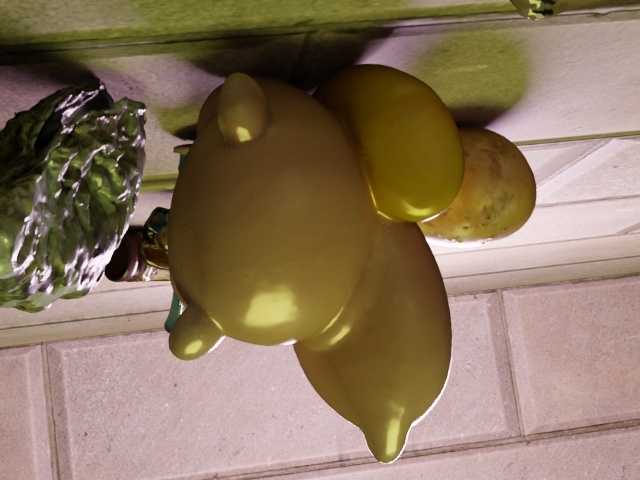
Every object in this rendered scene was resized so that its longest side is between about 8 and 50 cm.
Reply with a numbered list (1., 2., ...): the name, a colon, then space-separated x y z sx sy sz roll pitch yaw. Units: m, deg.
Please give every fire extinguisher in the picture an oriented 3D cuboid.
1. fire extinguisher: -0.215 0.019 1.553 0.106 0.075 0.252 21 -166 41

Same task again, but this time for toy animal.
1. toy animal: -0.038 0.010 0.901 0.247 0.345 0.277 -14 -155 -29

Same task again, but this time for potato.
1. potato: 0.165 -0.058 1.159 0.150 0.146 0.234 33 -167 8

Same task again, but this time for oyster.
1. oyster: -0.216 -0.021 0.813 0.267 0.112 0.198 -54 174 -49

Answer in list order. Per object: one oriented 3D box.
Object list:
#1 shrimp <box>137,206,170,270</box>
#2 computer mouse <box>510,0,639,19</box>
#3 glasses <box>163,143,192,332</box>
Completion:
1. shrimp: -0.075 -0.002 1.443 0.221 0.109 0.446 10 -178 35
2. computer mouse: 0.159 -0.169 0.350 0.389 0.199 0.115 -8 -177 2
3. glasses: -0.104 -0.012 1.100 0.088 0.220 0.190 33 -162 33
